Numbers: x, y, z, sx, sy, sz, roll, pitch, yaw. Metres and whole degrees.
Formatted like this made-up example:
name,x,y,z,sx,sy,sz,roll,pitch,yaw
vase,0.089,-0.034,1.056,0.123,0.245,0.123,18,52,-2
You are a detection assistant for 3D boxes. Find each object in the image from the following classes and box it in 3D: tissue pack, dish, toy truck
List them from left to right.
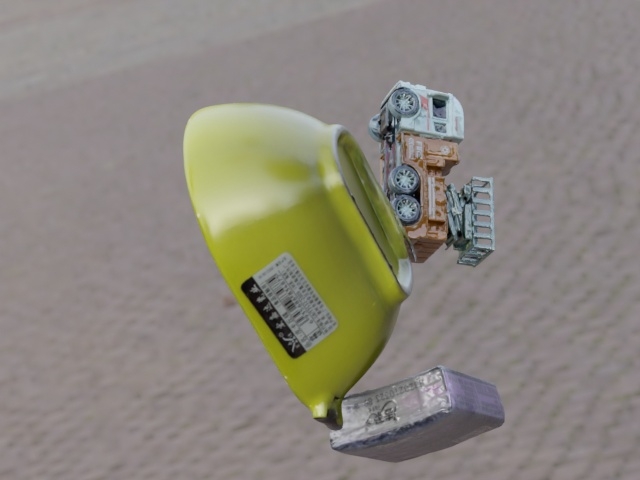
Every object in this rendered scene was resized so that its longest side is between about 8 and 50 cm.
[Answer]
name,x,y,z,sx,sy,sz,roll,pitch,yaw
dish,0.000,0.000,1.527,0.108,0.262,0.221,-24,13,14
tissue pack,0.081,0.147,1.645,0.112,0.051,0.156,-21,-16,17
toy truck,0.113,-0.067,1.989,0.115,0.177,0.080,5,-21,-16
